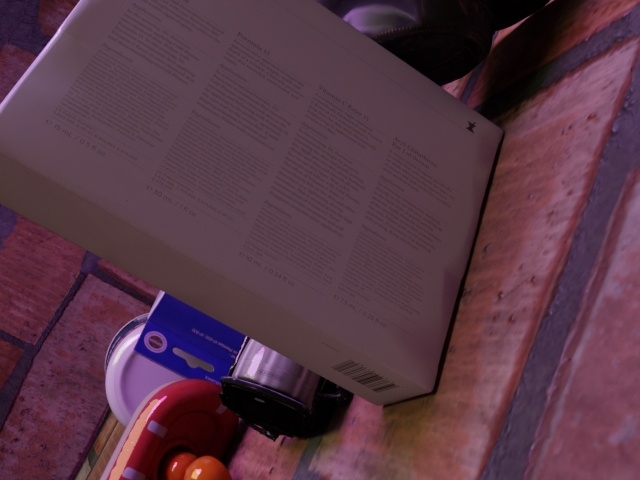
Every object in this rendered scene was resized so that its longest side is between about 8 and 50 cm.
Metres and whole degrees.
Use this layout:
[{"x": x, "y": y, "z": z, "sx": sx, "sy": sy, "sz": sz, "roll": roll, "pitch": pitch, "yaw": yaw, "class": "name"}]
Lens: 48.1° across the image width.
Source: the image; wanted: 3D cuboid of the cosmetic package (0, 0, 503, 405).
[{"x": -0.041, "y": -0.073, "z": 0.612, "sx": 0.097, "sy": 0.377, "sz": 0.284, "roll": -36, "pitch": 27, "yaw": 58, "class": "cosmetic package"}]

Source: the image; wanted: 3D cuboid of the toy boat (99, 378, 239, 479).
[{"x": -0.170, "y": 0.290, "z": 0.904, "sx": 0.151, "sy": 0.151, "sz": 0.231, "roll": 1, "pitch": 57, "yaw": 40, "class": "toy boat"}]

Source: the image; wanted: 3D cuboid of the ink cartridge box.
[{"x": -0.149, "y": 0.064, "z": 1.149, "sx": 0.069, "sy": 0.175, "sz": 0.371, "roll": -47, "pitch": 19, "yaw": 40, "class": "ink cartridge box"}]

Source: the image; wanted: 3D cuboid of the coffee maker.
[{"x": -0.032, "y": 0.104, "z": 0.762, "sx": 0.171, "sy": 0.120, "sz": 0.178, "roll": -38, "pitch": 25, "yaw": 59, "class": "coffee maker"}]

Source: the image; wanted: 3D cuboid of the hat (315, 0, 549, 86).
[{"x": 0.074, "y": -0.228, "z": 0.727, "sx": 0.331, "sy": 0.331, "sz": 0.134, "roll": 163, "pitch": 117, "yaw": -71, "class": "hat"}]

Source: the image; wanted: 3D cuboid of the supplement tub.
[{"x": -0.263, "y": 0.218, "z": 1.204, "sx": 0.191, "sy": 0.191, "sz": 0.272, "roll": -62, "pitch": 14, "yaw": -10, "class": "supplement tub"}]
